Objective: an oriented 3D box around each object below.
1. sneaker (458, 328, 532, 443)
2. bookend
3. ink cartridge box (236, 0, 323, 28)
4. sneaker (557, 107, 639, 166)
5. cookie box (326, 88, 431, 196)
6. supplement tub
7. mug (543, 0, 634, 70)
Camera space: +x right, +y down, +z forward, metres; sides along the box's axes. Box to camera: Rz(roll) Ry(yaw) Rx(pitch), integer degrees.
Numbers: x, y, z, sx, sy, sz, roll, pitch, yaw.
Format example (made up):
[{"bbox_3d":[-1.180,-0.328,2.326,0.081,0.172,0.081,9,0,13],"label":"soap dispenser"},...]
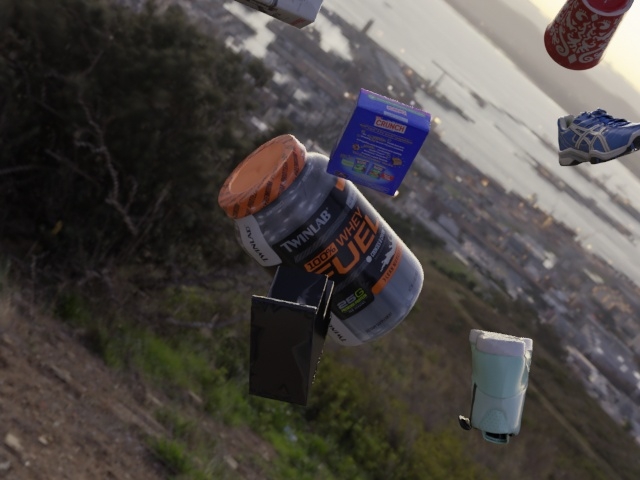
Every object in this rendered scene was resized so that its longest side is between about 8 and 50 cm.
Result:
[{"bbox_3d":[0.252,0.210,1.264,0.094,0.151,0.256,7,-1,15],"label":"sneaker"},{"bbox_3d":[-0.030,0.083,1.037,0.072,0.157,0.156,11,40,7],"label":"bookend"},{"bbox_3d":[-0.072,-0.341,1.161,0.150,0.063,0.109,21,4,-14],"label":"ink cartridge box"},{"bbox_3d":[0.436,-0.165,1.363,0.211,0.080,0.081,-1,-74,66],"label":"sneaker"},{"bbox_3d":[0.068,-0.115,1.033,0.091,0.107,0.040,19,43,-9],"label":"cookie box"},{"bbox_3d":[0.000,0.000,1.353,0.316,0.193,0.194,46,15,-25],"label":"supplement tub"},{"bbox_3d":[0.448,-0.388,1.455,0.169,0.113,0.150,91,-1,-76],"label":"mug"}]
